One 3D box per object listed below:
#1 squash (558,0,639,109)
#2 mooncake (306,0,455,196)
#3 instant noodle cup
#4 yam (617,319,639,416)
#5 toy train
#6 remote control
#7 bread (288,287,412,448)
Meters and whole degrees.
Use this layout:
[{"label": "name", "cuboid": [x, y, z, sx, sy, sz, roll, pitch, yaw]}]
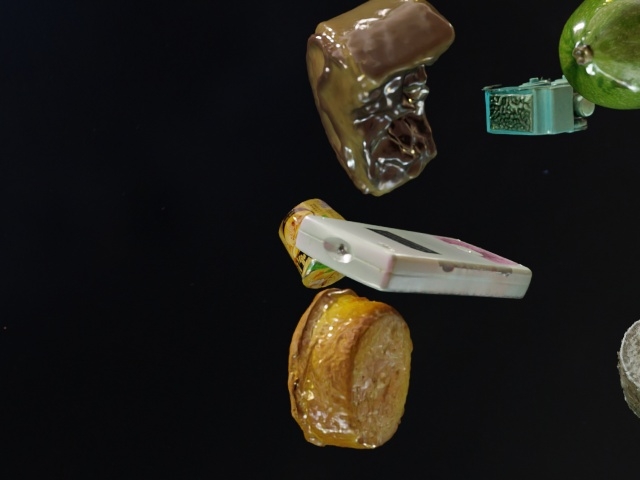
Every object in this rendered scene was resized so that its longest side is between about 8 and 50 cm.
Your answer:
[{"label": "squash", "cuboid": [0.288, -0.186, 0.608, 0.107, 0.107, 0.395, 61, -144, -6]}, {"label": "mooncake", "cuboid": [0.129, -0.296, 1.505, 0.246, 0.393, 0.394, -27, -74, -12]}, {"label": "instant noodle cup", "cuboid": [0.000, 0.000, 1.372, 0.151, 0.152, 0.122, -20, -126, -25]}, {"label": "yam", "cuboid": [0.845, 0.326, 1.725, 0.348, 0.240, 0.241, 42, -116, -52]}, {"label": "toy train", "cuboid": [0.430, -0.264, 1.415, 0.162, 0.203, 0.112, -15, -76, -28]}, {"label": "remote control", "cuboid": [0.131, 0.026, 0.889, 0.343, 0.145, 0.050, 8, -77, -48]}, {"label": "bread", "cuboid": [0.047, 0.212, 1.154, 0.268, 0.145, 0.269, -7, -81, -55]}]
